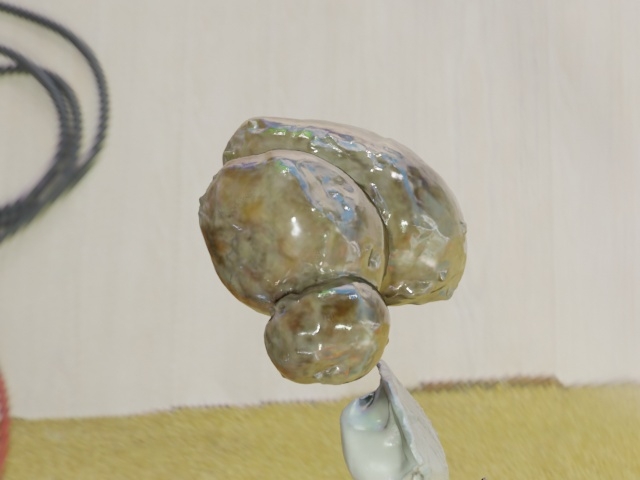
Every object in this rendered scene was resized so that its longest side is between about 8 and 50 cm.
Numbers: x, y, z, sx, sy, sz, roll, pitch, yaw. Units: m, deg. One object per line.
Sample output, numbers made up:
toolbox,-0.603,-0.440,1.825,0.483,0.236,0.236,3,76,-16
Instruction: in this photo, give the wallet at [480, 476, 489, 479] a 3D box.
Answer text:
wallet,0.232,0.286,1.542,0.243,0.133,0.039,27,64,5

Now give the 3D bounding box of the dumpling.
dumpling,0.067,0.189,1.722,0.092,0.176,0.150,-21,76,16

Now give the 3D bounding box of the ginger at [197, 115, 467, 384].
ginger,0.000,0.000,1.522,0.244,0.304,0.155,44,121,-1
